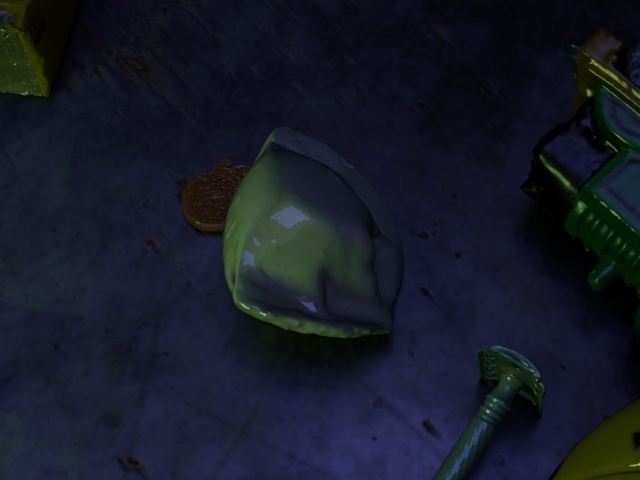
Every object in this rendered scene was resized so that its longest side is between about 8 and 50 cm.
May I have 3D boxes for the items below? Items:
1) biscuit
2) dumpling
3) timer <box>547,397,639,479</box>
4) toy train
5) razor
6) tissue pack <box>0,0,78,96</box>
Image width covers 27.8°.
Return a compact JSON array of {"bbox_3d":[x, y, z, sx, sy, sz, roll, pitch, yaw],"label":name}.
[{"bbox_3d":[-0.092,-0.045,1.275,0.091,0.015,0.078,-8,60,-3],"label":"biscuit"},{"bbox_3d":[0.000,0.000,1.204,0.179,0.131,0.252,18,40,-15],"label":"dumpling"},{"bbox_3d":[0.323,0.236,0.943,0.376,0.376,0.387,20,53,12],"label":"timer"},{"bbox_3d":[0.346,-0.019,1.168,0.249,0.178,0.429,-43,68,-7],"label":"toy train"},{"bbox_3d":[0.113,0.205,1.106,0.068,0.106,0.232,30,78,18],"label":"razor"},{"bbox_3d":[-0.303,-0.247,1.331,0.082,0.120,0.169,7,61,7],"label":"tissue pack"}]
